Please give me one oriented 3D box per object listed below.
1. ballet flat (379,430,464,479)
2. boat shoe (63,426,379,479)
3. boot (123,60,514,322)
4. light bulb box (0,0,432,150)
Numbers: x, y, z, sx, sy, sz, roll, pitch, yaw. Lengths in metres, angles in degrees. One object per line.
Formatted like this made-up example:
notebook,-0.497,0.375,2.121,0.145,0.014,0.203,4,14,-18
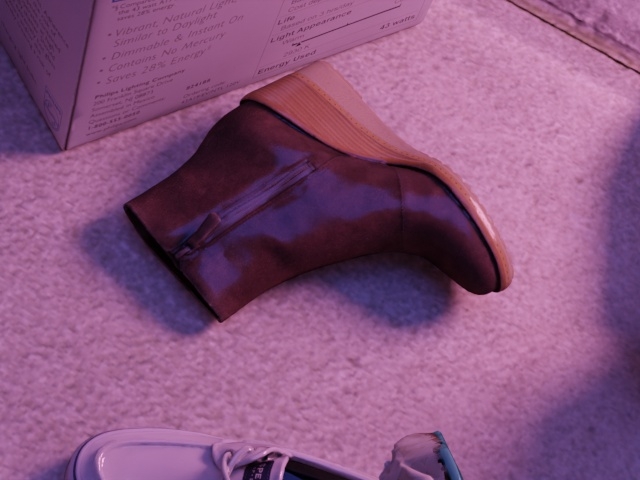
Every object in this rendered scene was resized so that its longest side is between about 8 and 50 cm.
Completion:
ballet flat,0.101,0.325,1.028,0.147,0.147,0.408,-21,81,-25
boat shoe,-0.044,0.172,1.135,0.258,0.084,0.095,11,59,-9
boot,0.000,0.000,1.266,0.207,0.090,0.248,-42,79,-18
light bulb box,-0.065,-0.297,1.240,0.358,0.361,0.225,-23,69,-26
